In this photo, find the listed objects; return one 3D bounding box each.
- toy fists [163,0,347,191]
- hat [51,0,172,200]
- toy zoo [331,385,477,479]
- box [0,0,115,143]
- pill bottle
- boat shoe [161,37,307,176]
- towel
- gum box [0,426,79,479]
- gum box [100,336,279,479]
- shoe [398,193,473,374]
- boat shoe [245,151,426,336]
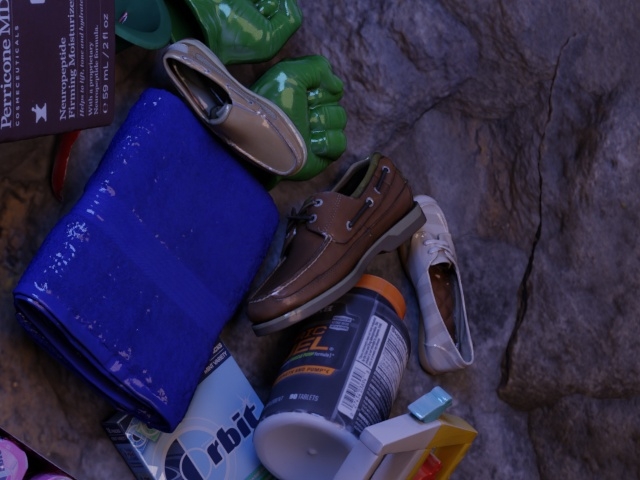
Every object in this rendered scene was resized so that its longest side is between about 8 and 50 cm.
[{"bbox_3d":[-0.061,-0.197,1.731,0.142,0.096,0.279,-36,103,-35],"label":"toy fists"},{"bbox_3d":[-0.274,-0.201,1.625,0.173,0.183,0.208,36,25,-24],"label":"hat"},{"bbox_3d":[0.058,0.276,1.630,0.192,0.030,0.293,5,121,-55],"label":"toy zoo"},{"bbox_3d":[-0.312,-0.183,1.441,0.203,0.167,0.168,-22,115,-64],"label":"box"},{"bbox_3d":[0.023,0.147,1.701,0.130,0.130,0.245,47,40,-21],"label":"pill bottle"},{"bbox_3d":[-0.096,-0.132,1.640,0.190,0.068,0.072,40,19,-4],"label":"boat shoe"},{"bbox_3d":[-0.177,0.018,1.616,0.227,0.076,0.308,48,50,-27],"label":"towel"},{"bbox_3d":[-0.278,0.251,1.504,0.188,0.107,0.062,40,63,-25],"label":"gum box"},{"bbox_3d":[-0.122,0.220,1.661,0.157,0.041,0.184,-40,106,-33],"label":"gum box"},{"bbox_3d":[0.144,0.050,1.864,0.077,0.058,0.219,-7,88,-36],"label":"shoe"},{"bbox_3d":[0.000,0.000,1.734,0.307,0.111,0.104,-41,108,-50],"label":"boat shoe"}]
